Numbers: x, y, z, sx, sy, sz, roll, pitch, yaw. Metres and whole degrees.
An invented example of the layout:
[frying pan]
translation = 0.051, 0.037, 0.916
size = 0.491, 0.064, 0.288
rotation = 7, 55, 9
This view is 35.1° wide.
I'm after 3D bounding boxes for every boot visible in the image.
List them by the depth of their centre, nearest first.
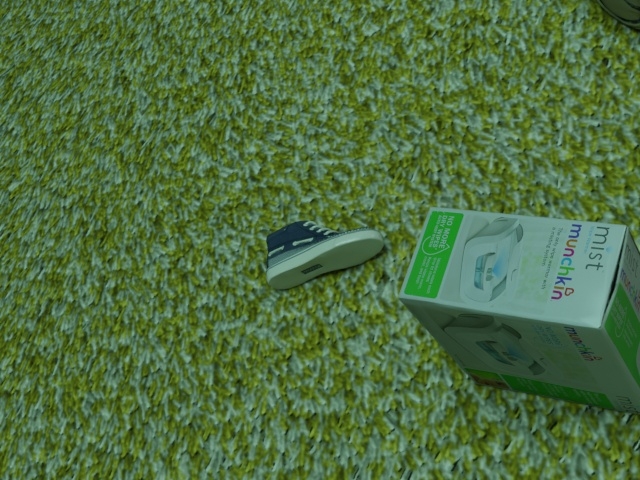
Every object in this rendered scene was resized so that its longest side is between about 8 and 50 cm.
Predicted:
[boot]
translation = 0.000, 0.000, 1.475
size = 0.190, 0.069, 0.086
rotation = -20, 56, 21

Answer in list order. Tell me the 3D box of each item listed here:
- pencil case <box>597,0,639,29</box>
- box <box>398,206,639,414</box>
[pencil case]
translation = 0.546, -0.469, 1.393
size = 0.410, 0.160, 0.183
rotation = -36, 66, 6
[box]
translation = 0.255, 0.081, 1.150
size = 0.231, 0.262, 0.127
rotation = 8, 66, 33
